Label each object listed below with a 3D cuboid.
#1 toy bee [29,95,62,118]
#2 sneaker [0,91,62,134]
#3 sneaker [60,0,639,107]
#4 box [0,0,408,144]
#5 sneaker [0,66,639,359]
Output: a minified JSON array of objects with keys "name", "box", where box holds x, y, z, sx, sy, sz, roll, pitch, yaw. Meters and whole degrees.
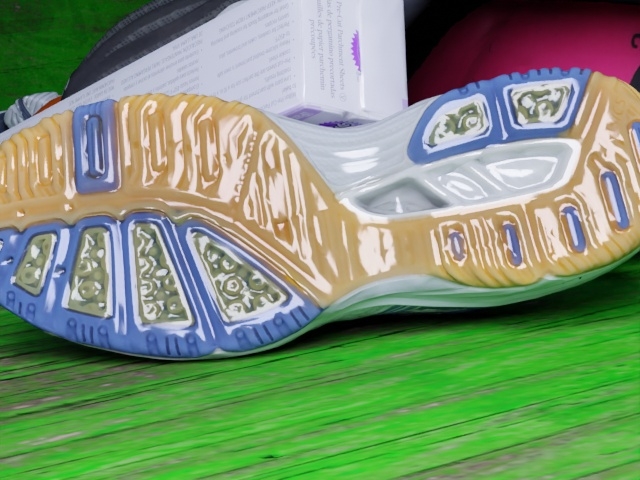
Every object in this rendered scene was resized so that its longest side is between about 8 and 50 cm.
[{"name":"toy bee","box":[-0.096,-0.078,1.386,0.195,0.162,0.298,-44,13,-27]},{"name":"sneaker","box":[-0.199,-0.094,1.665,0.153,0.094,0.235,-19,4,-34]},{"name":"sneaker","box":[0.040,-0.091,0.990,0.483,0.185,0.202,-1,-10,34]},{"name":"box","box":[-0.083,-0.049,0.946,0.063,0.067,0.324,8,-19,-37]},{"name":"sneaker","box":[0.000,0.000,0.801,0.296,0.112,0.131,-2,-11,5]}]
